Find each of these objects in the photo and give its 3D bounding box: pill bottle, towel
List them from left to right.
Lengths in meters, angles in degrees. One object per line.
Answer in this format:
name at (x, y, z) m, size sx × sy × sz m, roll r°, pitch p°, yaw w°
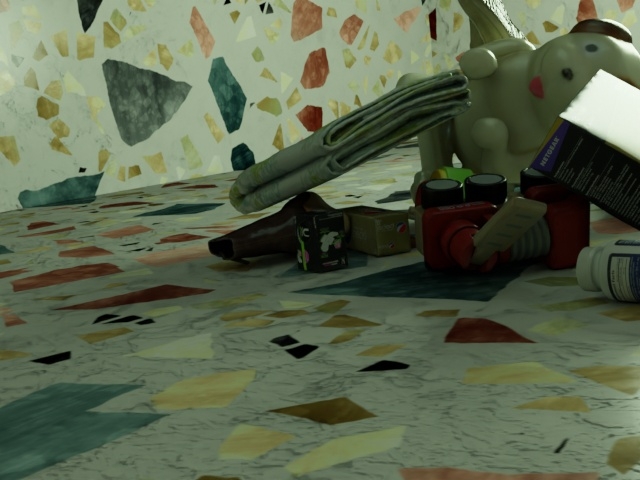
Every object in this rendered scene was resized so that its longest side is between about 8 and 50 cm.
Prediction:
towel at (0.042, -0.167, 1.744) m, size 0.320 × 0.090 × 0.374 m, roll -28°, pitch 4°, yaw -28°
pill bottle at (0.337, 0.033, 1.098) m, size 0.120 × 0.067 × 0.067 m, roll 2°, pitch 11°, yaw 41°

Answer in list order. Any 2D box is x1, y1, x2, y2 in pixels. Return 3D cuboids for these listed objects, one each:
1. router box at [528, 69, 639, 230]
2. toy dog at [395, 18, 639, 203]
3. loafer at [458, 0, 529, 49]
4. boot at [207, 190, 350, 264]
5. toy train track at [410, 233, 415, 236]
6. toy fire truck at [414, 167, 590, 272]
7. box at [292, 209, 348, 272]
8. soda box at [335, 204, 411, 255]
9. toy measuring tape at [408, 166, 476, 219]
router box at (0.433, -0.110, 1.379) m, size 0.243 × 0.081 × 0.309 m, roll 31°, pitch 30°, yaw 11°
toy dog at (0.385, -0.212, 1.818) m, size 0.395 × 0.285 × 0.408 m, roll 12°, pitch -22°, yaw -29°
loafer at (0.312, -0.376, 1.910) m, size 0.092 × 0.102 × 0.268 m, roll -24°, pitch -41°, yaw 24°
boot at (-0.087, -0.020, 1.686) m, size 0.206 × 0.090 × 0.248 m, roll -12°, pitch 7°, yaw -20°
toy train track at (0.146, -0.004, 1.670) m, size 0.083 × 0.014 × 0.048 m, roll 3°, pitch 4°, yaw 19°
toy fire truck at (0.249, -0.018, 1.302) m, size 0.217 × 0.159 × 0.246 m, roll -7°, pitch 20°, yaw -9°
box at (0.000, 0.000, 1.504) m, size 0.052 × 0.083 × 0.062 m, roll -10°, pitch 9°, yaw -34°
soda box at (0.078, -0.017, 1.639) m, size 0.058 × 0.061 × 0.181 m, roll -9°, pitch 9°, yaw -19°
toy measuring tape at (0.199, -0.067, 1.677) m, size 0.121 × 0.121 × 0.330 m, roll -7°, pitch 9°, yaw -6°
